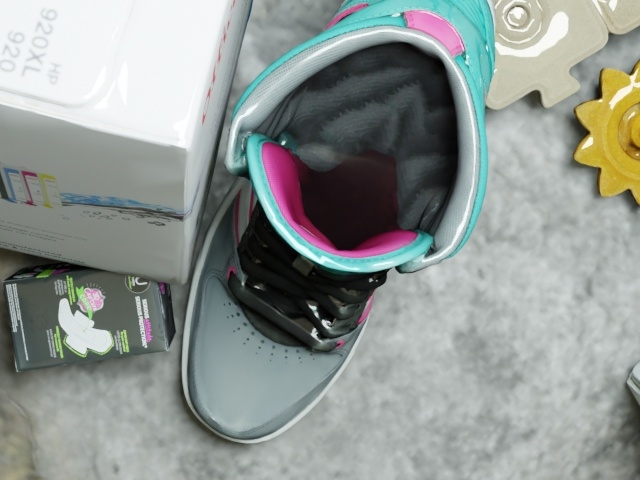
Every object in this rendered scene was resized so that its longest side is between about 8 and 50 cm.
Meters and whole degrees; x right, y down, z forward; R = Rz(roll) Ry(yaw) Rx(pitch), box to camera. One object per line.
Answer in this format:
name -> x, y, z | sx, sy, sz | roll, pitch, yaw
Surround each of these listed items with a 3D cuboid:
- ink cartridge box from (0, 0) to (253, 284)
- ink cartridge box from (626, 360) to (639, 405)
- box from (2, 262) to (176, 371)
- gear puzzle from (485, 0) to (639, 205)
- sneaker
ink cartridge box -> -0.122, -0.102, 0.656 | 0.168, 0.233, 0.171 | 13, 73, -3
ink cartridge box -> 0.327, 0.148, 0.782 | 0.197, 0.114, 0.273 | -31, 96, 3
box -> -0.126, 0.037, 0.782 | 0.083, 0.062, 0.052 | -7, 96, 0
gear puzzle -> 0.126, -0.173, 0.777 | 0.175, 0.044, 0.339 | -32, 100, 1
sneaker -> 0.000, 0.000, 0.707 | 0.123, 0.178, 0.296 | 25, 107, 1
